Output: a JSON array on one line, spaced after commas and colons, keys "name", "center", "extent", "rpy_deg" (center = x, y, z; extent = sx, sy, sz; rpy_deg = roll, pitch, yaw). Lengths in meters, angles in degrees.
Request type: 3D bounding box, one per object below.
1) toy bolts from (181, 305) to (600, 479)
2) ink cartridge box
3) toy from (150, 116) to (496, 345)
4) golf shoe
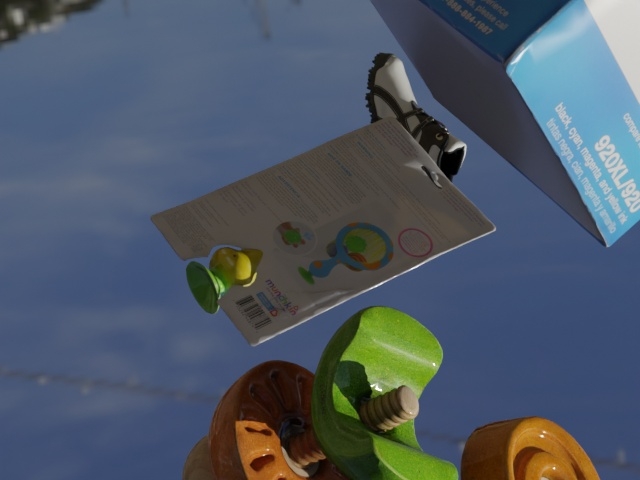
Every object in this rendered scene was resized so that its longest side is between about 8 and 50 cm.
[{"name": "toy bolts", "center": [0.033, 0.185, 1.016], "extent": [0.218, 0.228, 0.158], "rpy_deg": [28, 136, -36]}, {"name": "ink cartridge box", "center": [0.157, -0.157, 0.986], "extent": [0.232, 0.168, 0.171], "rpy_deg": [-42, -133, -3]}, {"name": "toy", "center": [0.000, 0.000, 1.478], "extent": [0.237, 0.056, 0.137], "rpy_deg": [-22, -121, -33]}, {"name": "golf shoe", "center": [0.101, -0.101, 1.922], "extent": [0.094, 0.198, 0.077], "rpy_deg": [-15, 161, 19]}]
